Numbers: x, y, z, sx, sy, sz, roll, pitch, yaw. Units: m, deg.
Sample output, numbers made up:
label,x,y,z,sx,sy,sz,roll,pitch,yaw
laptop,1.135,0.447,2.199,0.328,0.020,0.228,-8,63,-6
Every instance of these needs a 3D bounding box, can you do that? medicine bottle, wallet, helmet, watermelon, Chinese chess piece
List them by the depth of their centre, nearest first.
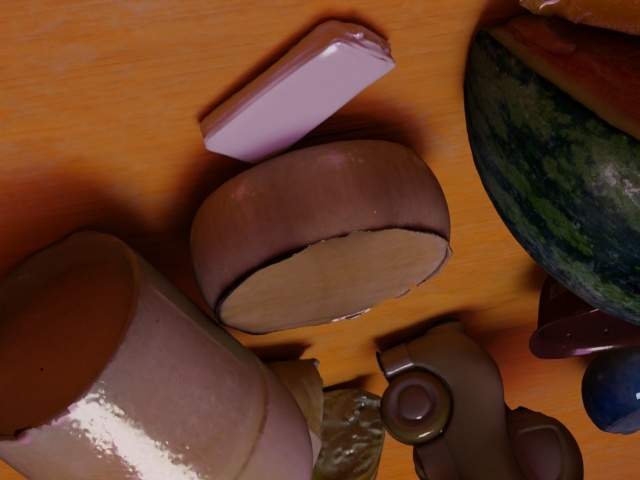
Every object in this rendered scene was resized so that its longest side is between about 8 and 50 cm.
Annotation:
label,x,y,z,sx,sy,sz,roll,pitch,yaw
wallet,-0.020,-0.131,1.545,0.095,0.033,0.190,14,140,-45
watermelon,0.266,-0.080,1.599,0.292,0.283,0.250,-19,149,-47
Chinese chess piece,0.000,0.000,1.678,0.257,0.104,0.257,-14,160,-5
medicine bottle,-0.148,0.196,1.723,0.236,0.235,0.406,-28,131,19
helmet,0.312,0.063,1.982,0.155,0.106,0.175,14,144,-39

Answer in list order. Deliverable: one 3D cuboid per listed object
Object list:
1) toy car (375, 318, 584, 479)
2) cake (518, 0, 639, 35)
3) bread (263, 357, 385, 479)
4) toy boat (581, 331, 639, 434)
label,x,y,z,sx,sy,sz,roll,pitch,yaw
toy car,0.219,0.268,2.054,0.226,0.336,0.242,-22,151,5
cake,0.260,-0.237,1.490,0.185,0.079,0.116,8,131,-21
bread,-0.071,0.273,2.088,0.333,0.160,0.333,-11,150,-6
toy boat,0.459,0.163,2.262,0.330,0.123,0.215,-3,158,-46
